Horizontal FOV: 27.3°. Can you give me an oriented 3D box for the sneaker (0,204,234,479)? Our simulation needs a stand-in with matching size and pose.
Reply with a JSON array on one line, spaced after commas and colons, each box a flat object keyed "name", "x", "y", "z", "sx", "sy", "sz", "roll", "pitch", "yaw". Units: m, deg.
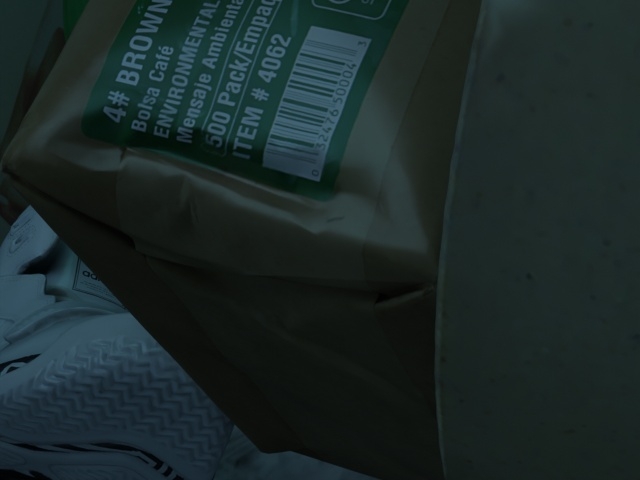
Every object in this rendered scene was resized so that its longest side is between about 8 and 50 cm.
[{"name": "sneaker", "x": -0.143, "y": 0.059, "z": 0.793, "sx": 0.366, "sy": 0.137, "sz": 0.210, "roll": -33, "pitch": 34, "yaw": 52}]

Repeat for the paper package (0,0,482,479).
[{"name": "paper package", "x": 0.060, "y": -0.075, "z": 0.573, "sx": 0.168, "sy": 0.309, "sz": 0.325, "roll": 14, "pitch": 67, "yaw": 25}]

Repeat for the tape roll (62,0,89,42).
[{"name": "tape roll", "x": -0.049, "y": -0.216, "z": 0.885, "sx": 0.321, "sy": 0.077, "sz": 0.321, "roll": -18, "pitch": 64, "yaw": 41}]

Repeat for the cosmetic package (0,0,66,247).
[{"name": "cosmetic package", "x": -0.294, "y": -0.106, "z": 1.072, "sx": 0.153, "sy": 0.129, "sz": 0.296, "roll": -11, "pitch": 54, "yaw": 43}]

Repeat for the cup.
[{"name": "cup", "x": 0.209, "y": -0.028, "z": 0.425, "sx": 0.237, "sy": 0.331, "sz": 0.331, "roll": 14, "pitch": 66, "yaw": 23}]
